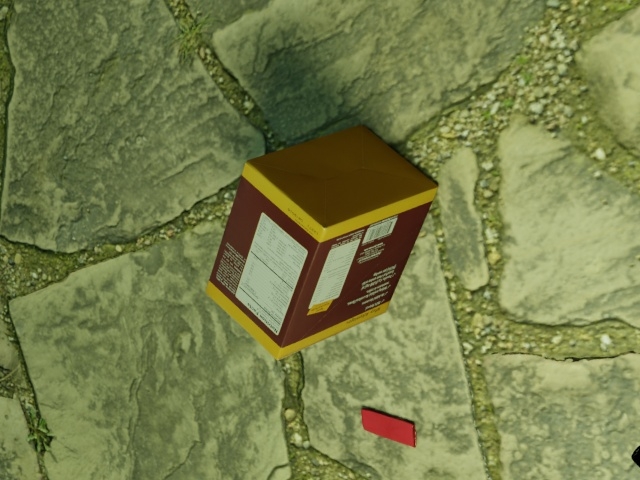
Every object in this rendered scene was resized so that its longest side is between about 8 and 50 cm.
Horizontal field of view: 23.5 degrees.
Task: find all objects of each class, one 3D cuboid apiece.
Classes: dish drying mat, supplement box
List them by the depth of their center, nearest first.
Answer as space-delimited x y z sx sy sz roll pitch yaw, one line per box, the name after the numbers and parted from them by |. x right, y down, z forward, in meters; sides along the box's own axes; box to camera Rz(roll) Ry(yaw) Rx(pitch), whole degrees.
0.000 0.000 1.736 0.129 0.191 0.194 41 130 27 | supplement box
0.084 0.228 1.878 0.083 0.008 0.032 12 115 41 | dish drying mat

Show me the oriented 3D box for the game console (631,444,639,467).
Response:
0.368 0.308 1.570 0.213 0.044 0.361 47 137 5 | game console
